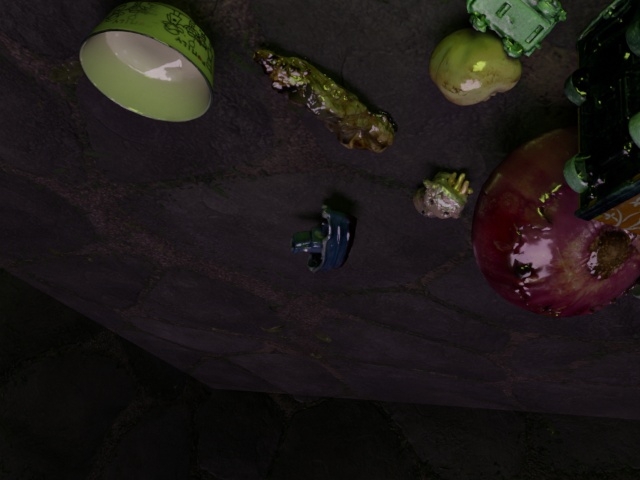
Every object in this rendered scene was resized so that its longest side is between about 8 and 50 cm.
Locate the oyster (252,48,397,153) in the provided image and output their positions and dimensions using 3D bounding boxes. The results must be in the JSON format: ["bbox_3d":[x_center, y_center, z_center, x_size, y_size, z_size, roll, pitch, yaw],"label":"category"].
[{"bbox_3d":[0.008,-0.251,1.311,0.345,0.078,0.129,29,158,-36],"label":"oyster"}]

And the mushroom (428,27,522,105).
[{"bbox_3d":[0.241,-0.272,1.089,0.148,0.148,0.112,-3,134,28],"label":"mushroom"}]

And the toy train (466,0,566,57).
[{"bbox_3d":[0.286,-0.332,1.010,0.149,0.081,0.099,30,124,-13],"label":"toy train"}]

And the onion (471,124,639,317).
[{"bbox_3d":[0.435,-0.047,1.280,0.345,0.358,0.358,47,174,34],"label":"onion"}]

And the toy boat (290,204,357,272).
[{"bbox_3d":[0.000,0.000,1.737,0.143,0.129,0.309,1,154,-9],"label":"toy boat"}]

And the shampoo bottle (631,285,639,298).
[{"bbox_3d":[0.875,0.144,1.734,0.195,0.056,0.056,19,153,-12],"label":"shampoo bottle"}]

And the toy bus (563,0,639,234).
[{"bbox_3d":[0.464,-0.176,0.965,0.194,0.323,0.162,18,153,-15],"label":"toy bus"}]

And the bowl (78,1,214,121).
[{"bbox_3d":[-0.288,-0.325,1.214,0.238,0.126,0.237,9,154,5],"label":"bowl"}]

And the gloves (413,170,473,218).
[{"bbox_3d":[0.260,-0.091,1.496,0.110,0.094,0.144,24,162,3],"label":"gloves"}]
